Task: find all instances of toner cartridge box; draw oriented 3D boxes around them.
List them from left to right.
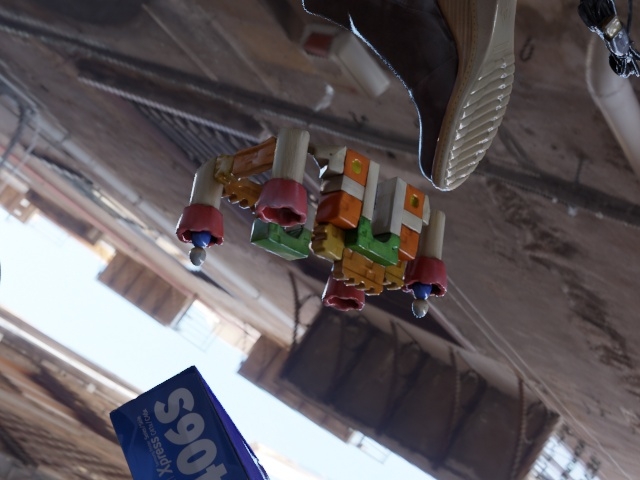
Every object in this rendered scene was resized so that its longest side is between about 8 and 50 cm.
[{"bbox_3d":[-0.027,0.261,0.628,0.075,0.165,0.348,-30,-132,-5],"label":"toner cartridge box"}]

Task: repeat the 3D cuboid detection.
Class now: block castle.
[{"bbox_3d":[0.000,0.000,1.726,0.303,0.453,0.212,-13,-120,43],"label":"block castle"}]

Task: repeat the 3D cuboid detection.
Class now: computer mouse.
[{"bbox_3d":[0.233,-0.233,0.753,0.042,0.106,0.192,-1,-103,36],"label":"computer mouse"}]

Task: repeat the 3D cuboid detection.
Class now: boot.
[{"bbox_3d":[0.073,-0.188,0.877,0.207,0.090,0.248,24,-63,33],"label":"boot"}]
